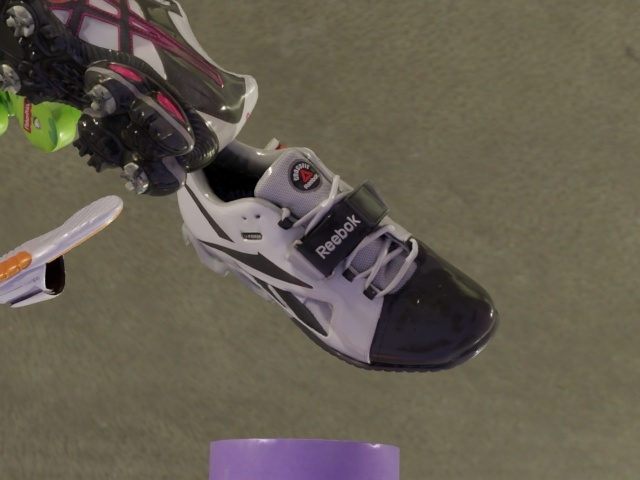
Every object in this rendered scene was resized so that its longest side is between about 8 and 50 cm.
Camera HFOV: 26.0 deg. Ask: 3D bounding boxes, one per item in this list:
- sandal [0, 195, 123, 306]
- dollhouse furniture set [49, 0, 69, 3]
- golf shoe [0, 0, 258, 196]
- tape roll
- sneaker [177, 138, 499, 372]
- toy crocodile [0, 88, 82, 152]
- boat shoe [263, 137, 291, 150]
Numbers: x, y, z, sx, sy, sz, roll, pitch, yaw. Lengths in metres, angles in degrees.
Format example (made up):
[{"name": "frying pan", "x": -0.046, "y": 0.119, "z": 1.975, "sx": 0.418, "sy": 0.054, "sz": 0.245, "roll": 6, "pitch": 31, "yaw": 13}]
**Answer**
[{"name": "sandal", "x": -0.349, "y": 0.035, "z": 1.796, "sx": 0.265, "sy": 0.102, "sz": 0.076, "roll": -28, "pitch": 109, "yaw": 22}, {"name": "dollhouse furniture set", "x": -0.005, "y": -0.177, "z": 0.431, "sx": 0.374, "sy": 0.201, "sz": 0.152, "roll": -29, "pitch": 104, "yaw": -50}, {"name": "golf shoe", "x": -0.172, "y": -0.148, "z": 1.014, "sx": 0.273, "sy": 0.105, "sz": 0.120, "roll": 43, "pitch": 51, "yaw": 8}, {"name": "tape roll", "x": -0.016, "y": 0.241, "z": 1.368, "sx": 0.189, "sy": 0.189, "sz": 0.080, "roll": 5, "pitch": 77, "yaw": -18}, {"name": "sneaker", "x": 0.000, "y": 0.000, "z": 1.192, "sx": 0.122, "sy": 0.331, "sz": 0.146, "roll": -51, "pitch": 151, "yaw": -29}, {"name": "toy crocodile", "x": -0.297, "y": -0.166, "z": 1.454, "sx": 0.115, "sy": 0.341, "sz": 0.105, "roll": -32, "pitch": 118, "yaw": -37}, {"name": "boat shoe", "x": -0.069, "y": -0.036, "z": 1.362, "sx": 0.043, "sy": 0.049, "sz": 0.137, "roll": 36, "pitch": 96, "yaw": -12}]
